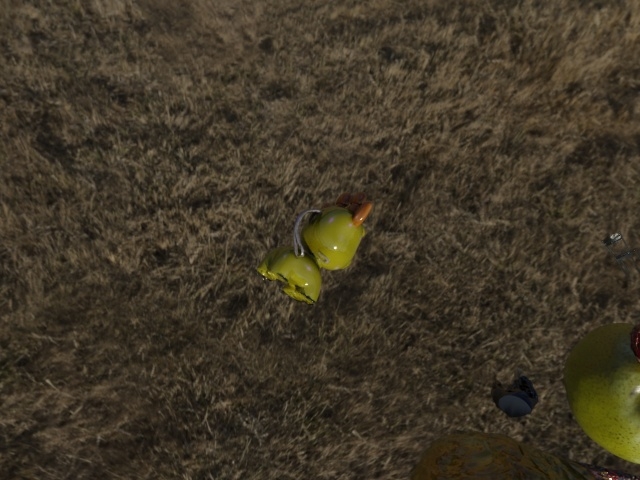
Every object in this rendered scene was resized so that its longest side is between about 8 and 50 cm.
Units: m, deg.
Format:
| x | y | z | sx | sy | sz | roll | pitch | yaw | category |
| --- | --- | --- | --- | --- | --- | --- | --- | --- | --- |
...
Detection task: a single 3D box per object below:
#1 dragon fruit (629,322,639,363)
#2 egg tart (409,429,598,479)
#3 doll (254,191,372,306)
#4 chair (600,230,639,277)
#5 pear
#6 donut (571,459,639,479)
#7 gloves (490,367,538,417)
| x | y | z | sx | sy | sz | roll | pitch | yaw | category |
| --- | --- | --- | --- | --- | --- | --- | --- | --- | --- |
| 0.648 | 0.210 | 0.975 | 0.190 | 0.094 | 0.094 | 21 | 59 | 5 | dragon fruit |
| 0.268 | 0.408 | 0.831 | 0.153 | 0.339 | 0.351 | 66 | 30 | -16 | egg tart |
| 0.000 | 0.000 | 0.927 | 0.135 | 0.143 | 0.221 | 44 | 71 | -24 | doll |
| 0.544 | 0.022 | 0.976 | 0.042 | 0.037 | 0.086 | -26 | 85 | -50 | chair |
| 0.663 | 0.320 | 1.155 | 0.294 | 0.294 | 0.294 | 4 | 60 | -8 | pear |
| 0.844 | 0.729 | 1.652 | 0.235 | 0.235 | 0.089 | 15 | 72 | -2 | donut |
| 0.661 | 0.511 | 1.849 | 0.203 | 0.164 | 0.124 | -15 | 102 | -56 | gloves |
